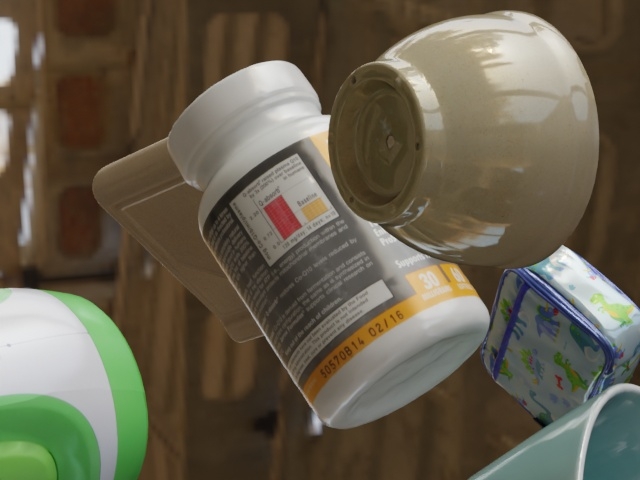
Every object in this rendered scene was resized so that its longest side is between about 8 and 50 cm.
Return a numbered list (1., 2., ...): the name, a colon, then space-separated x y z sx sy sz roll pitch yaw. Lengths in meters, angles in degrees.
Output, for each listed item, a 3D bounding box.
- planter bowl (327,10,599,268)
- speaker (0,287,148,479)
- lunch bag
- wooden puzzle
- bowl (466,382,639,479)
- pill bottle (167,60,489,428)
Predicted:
1. planter bowl: 0.074 -0.060 0.999 0.162 0.109 0.162 8 -80 55
2. speaker: -0.224 0.098 0.705 0.131 0.297 0.131 11 -75 46
3. lunch bag: 0.271 0.117 1.874 0.176 0.090 0.219 45 -30 23
4. wooden puzzle: -0.075 -0.014 1.603 0.221 0.238 0.044 -21 -149 36
5. bowl: 0.196 0.277 1.259 0.163 0.311 0.311 -17 -104 31
6. pill bottle: 0.000 0.000 1.330 0.278 0.162 0.162 57 -32 19
